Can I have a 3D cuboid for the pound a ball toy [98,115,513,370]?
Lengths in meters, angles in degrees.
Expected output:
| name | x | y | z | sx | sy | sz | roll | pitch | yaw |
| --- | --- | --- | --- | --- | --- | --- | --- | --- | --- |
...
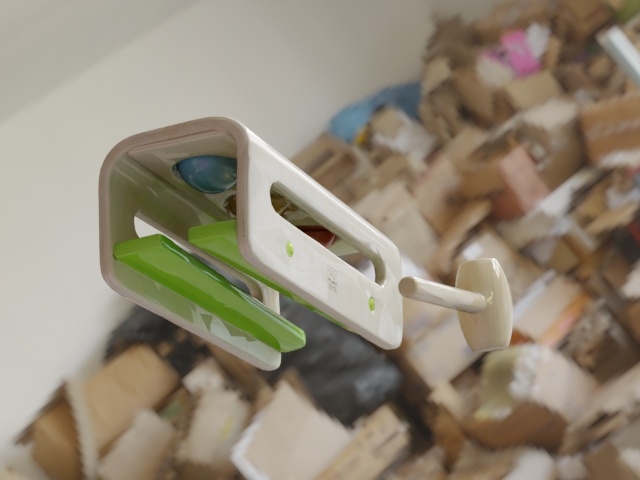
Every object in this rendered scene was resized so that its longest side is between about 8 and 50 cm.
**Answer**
| name | x | y | z | sx | sy | sz | roll | pitch | yaw |
| --- | --- | --- | --- | --- | --- | --- | --- | --- | --- |
| pound a ball toy | 0.000 | 0.000 | 1.317 | 0.208 | 0.136 | 0.319 | -12 | -22 | 24 |
